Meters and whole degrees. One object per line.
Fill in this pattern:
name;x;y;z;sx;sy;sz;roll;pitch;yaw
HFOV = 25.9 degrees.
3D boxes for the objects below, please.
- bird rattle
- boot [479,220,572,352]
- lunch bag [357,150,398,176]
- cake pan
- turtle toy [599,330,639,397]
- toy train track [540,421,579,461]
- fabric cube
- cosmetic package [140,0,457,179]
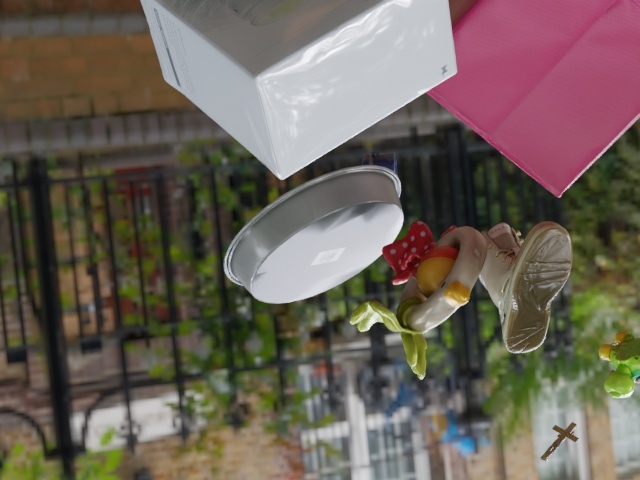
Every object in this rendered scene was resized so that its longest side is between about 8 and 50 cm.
bird rattle;0.164;0.061;1.945;0.207;0.143;0.253;-35;-165;46
boot;0.269;0.025;1.893;0.077;0.213;0.165;-3;-139;-13
lunch bag;0.096;-0.102;2.320;0.065;0.098;0.067;-5;-159;7
cake pan;0.000;0.000;2.052;0.293;0.054;0.293;-24;156;-12
turtle toy;0.467;0.187;2.083;0.095;0.066;0.130;9;-152;41
toy train track;0.379;0.323;2.216;0.048;0.014;0.083;29;-118;39
fabric cube;0.298;-0.262;1.788;0.258;0.259;0.254;-49;-168;24
cosmetic package;-0.023;-0.212;1.395;0.224;0.138;0.225;-33;-131;-19
